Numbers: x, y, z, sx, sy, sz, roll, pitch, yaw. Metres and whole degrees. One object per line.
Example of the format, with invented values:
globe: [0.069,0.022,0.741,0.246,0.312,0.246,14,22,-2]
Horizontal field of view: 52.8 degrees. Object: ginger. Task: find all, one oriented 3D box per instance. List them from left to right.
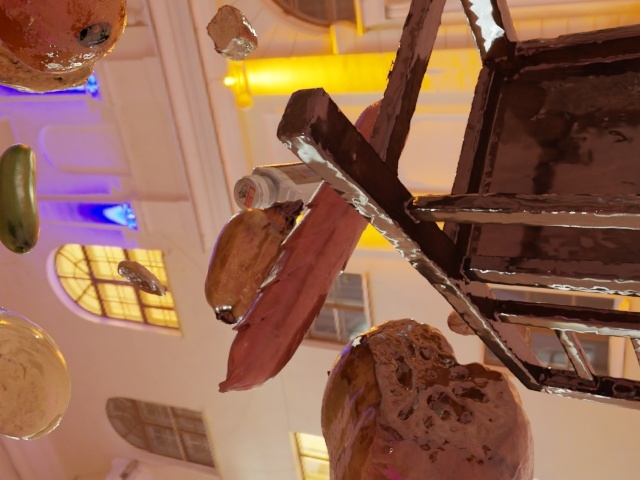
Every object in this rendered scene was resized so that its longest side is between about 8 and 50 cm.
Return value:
ginger: [0.217,0.101,0.807,0.044,0.137,0.057,143,134,-63]

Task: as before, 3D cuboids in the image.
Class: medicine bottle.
medicine bottle: [-0.064,-0.098,1.216,0.229,0.121,0.083,-16,-50,-51]

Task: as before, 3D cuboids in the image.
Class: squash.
squash: [-0.587,-0.085,1.239,0.082,0.082,0.292,62,-176,-52]

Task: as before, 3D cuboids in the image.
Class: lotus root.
lotus root: [-0.093,0.024,0.944,0.220,0.125,0.118,-62,16,14]
lotus root: [0.150,0.243,0.862,0.249,0.316,0.316,91,-162,-49]

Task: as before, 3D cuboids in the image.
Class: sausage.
sausage: [0.002,0.001,0.796,0.433,0.088,0.088,-60,-30,-16]

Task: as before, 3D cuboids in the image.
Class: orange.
orange: [-0.388,-0.346,0.952,0.206,0.206,0.205,4,-90,-67]

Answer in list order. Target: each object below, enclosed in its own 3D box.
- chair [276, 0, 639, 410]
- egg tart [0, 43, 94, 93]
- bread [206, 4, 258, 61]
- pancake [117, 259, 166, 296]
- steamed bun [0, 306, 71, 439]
chair: [0.191,-0.055,0.436,0.416,0.203,0.240,41,-121,-48]
egg tart: [-0.638,-0.442,1.426,0.294,0.294,0.123,-55,-10,-51]
bread: [-0.163,-0.392,1.220,0.070,0.077,0.083,-4,-117,-59]
pancake: [-0.438,0.094,1.574,0.022,0.140,0.139,-62,-32,-29]
steamed bun: [-0.565,0.210,1.150,0.166,0.232,0.273,-45,-67,-10]
